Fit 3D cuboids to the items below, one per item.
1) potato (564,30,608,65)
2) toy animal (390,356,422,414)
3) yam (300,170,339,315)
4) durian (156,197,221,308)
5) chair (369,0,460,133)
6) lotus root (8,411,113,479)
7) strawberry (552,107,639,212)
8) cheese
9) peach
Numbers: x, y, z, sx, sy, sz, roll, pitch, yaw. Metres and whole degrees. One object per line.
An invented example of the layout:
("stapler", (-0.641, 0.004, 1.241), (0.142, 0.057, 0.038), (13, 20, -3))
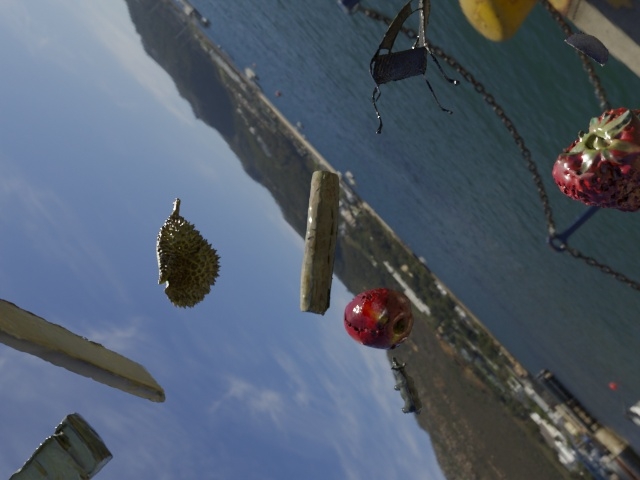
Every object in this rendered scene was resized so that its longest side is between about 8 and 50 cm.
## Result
("potato", (0.544, -0.393, 1.161), (0.093, 0.037, 0.036), (36, -154, 6))
("toy animal", (0.189, 0.323, 1.287), (0.065, 0.047, 0.135), (82, 173, -63))
("yam", (0.000, 0.000, 1.208), (0.071, 0.317, 0.067), (8, 164, -13))
("durian", (-0.234, 0.020, 1.034), (0.146, 0.102, 0.208), (61, -165, -70))
("chair", (0.158, -0.329, 1.050), (0.174, 0.149, 0.213), (65, -163, -72))
("lotus root", (-0.505, 0.444, 1.117), (0.119, 0.235, 0.138), (43, -170, 3))
("strawberry", (0.557, -0.137, 1.090), (0.201, 0.186, 0.184), (39, 152, -19))
("cheese", (-0.373, 0.181, 0.899), (0.085, 0.034, 0.400), (45, 177, 34))
("peach", (0.112, 0.163, 1.225), (0.172, 0.127, 0.092), (0, 162, 43))
